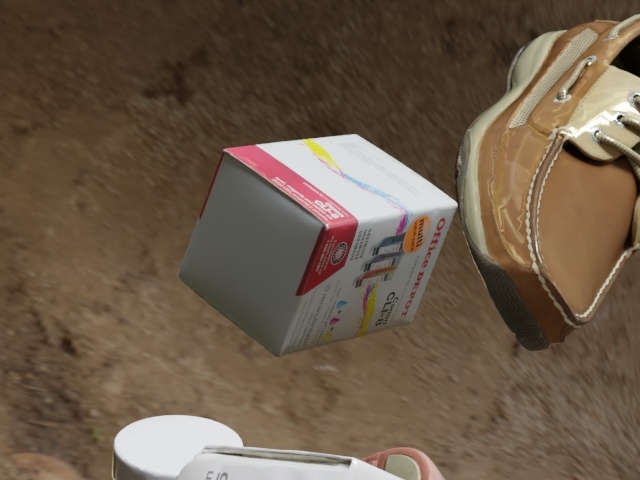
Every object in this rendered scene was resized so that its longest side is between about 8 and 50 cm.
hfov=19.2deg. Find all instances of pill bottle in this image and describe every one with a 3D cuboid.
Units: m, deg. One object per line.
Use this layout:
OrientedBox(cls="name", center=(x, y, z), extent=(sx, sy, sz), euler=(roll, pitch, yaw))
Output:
OrientedBox(cls="pill bottle", center=(-0.080, 0.185, 1.028), extent=(0.094, 0.094, 0.169), euler=(8, 111, 12))

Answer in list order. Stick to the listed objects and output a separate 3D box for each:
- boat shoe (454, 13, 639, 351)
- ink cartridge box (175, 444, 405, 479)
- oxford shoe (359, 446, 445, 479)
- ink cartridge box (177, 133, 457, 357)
OrientedBox(cls="boat shoe", center=(0.173, -0.059, 1.196), extent=(0.120, 0.324, 0.122), euler=(-23, 115, 28))
OrientedBox(cls="ink cartridge box", center=(0.052, 0.232, 0.843), extent=(0.117, 0.283, 0.207), euler=(-4, 64, 51))
OrientedBox(cls="oxford shoe", center=(-0.023, 0.324, 1.663), extent=(0.397, 0.146, 0.140), euler=(-28, 36, 30))
OrientedBox(cls="ink cartridge box", center=(0.000, 0.000, 1.561), extent=(0.127, 0.176, 0.128), euler=(36, 119, 31))
